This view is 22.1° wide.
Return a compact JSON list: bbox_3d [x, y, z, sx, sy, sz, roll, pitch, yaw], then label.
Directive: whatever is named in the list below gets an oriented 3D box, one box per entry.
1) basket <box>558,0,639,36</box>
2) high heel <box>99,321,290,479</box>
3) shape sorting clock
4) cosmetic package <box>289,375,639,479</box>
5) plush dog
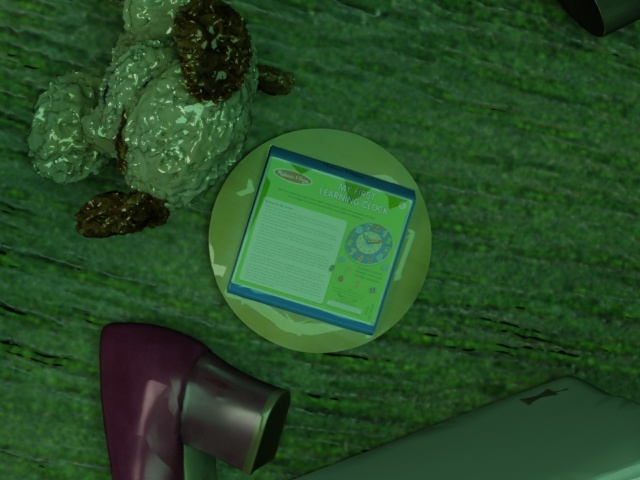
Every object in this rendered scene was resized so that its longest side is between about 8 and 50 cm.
[{"bbox_3d":[0.308,-0.301,1.484,0.227,0.154,0.204,-35,99,-2],"label":"basket"},{"bbox_3d":[-0.165,0.266,1.487,0.181,0.127,0.377,22,95,17],"label":"high heel"},{"bbox_3d":[0.000,0.000,1.504,0.206,0.040,0.206,0,94,-7],"label":"shape sorting clock"},{"bbox_3d":[0.185,0.372,1.425,0.327,0.329,0.394,-19,97,-8],"label":"cosmetic package"},{"bbox_3d":[-0.117,-0.112,1.350,0.210,0.225,0.262,18,117,-15],"label":"plush dog"}]
